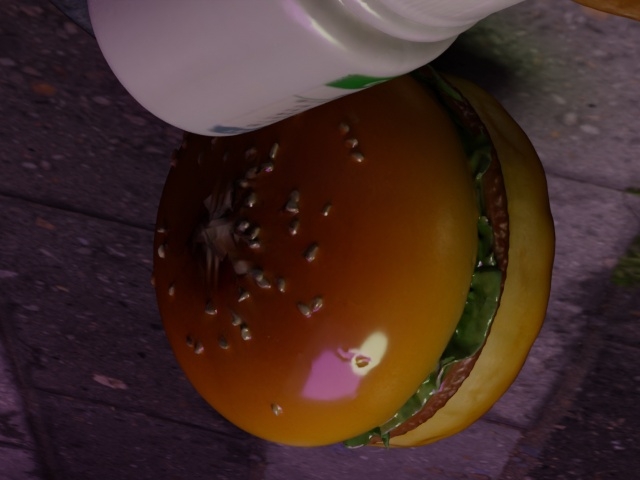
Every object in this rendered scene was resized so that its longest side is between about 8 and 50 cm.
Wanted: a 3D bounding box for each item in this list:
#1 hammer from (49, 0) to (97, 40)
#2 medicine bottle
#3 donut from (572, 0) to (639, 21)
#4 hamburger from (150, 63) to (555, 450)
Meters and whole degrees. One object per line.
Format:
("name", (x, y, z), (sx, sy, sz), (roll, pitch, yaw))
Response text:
("hammer", (-0.172, -0.188, 0.915), (0.137, 0.037, 0.290), (0, 153, 34))
("medicine bottle", (0.007, -0.138, 0.801), (0.139, 0.139, 0.237), (29, 151, -30))
("donut", (0.105, -0.152, 0.423), (0.226, 0.226, 0.114), (16, 156, -3))
("hamburger", (0.000, 0.002, 0.975), (0.246, 0.246, 0.170), (-10, 168, 44))
